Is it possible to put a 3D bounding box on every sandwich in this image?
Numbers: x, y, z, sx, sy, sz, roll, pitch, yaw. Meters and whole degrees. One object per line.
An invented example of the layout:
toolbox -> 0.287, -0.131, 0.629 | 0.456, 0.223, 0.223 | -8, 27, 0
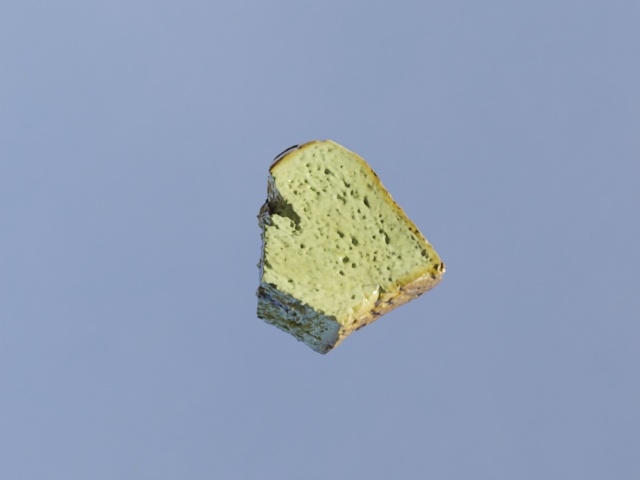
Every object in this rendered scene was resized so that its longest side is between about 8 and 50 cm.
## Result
sandwich -> 0.000, 0.000, 0.837 | 0.093, 0.035, 0.105 | -25, -108, -23
